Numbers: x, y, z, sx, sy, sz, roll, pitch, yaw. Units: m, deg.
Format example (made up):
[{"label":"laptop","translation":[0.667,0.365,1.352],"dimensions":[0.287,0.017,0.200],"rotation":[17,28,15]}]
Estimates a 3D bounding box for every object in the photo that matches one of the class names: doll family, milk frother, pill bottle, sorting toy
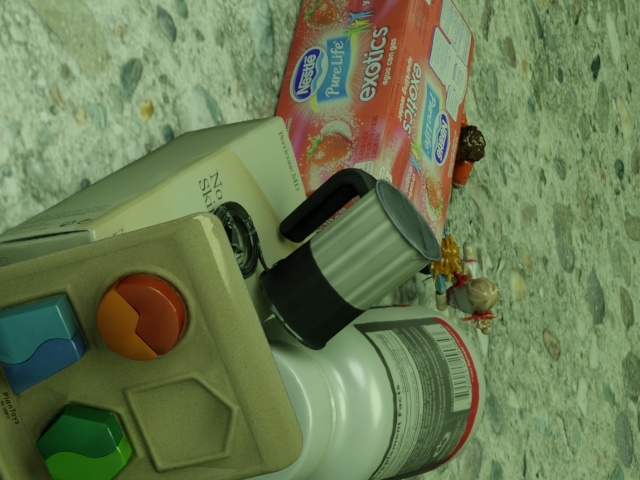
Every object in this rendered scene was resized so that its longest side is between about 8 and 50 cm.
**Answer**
[{"label":"doll family","translation":[0.127,-0.019,1.715],"dimensions":[0.163,0.118,0.263],"rotation":[-160,-117,-80]},{"label":"milk frother","translation":[0.000,0.000,1.269],"dimensions":[0.129,0.134,0.143],"rotation":[59,19,22]},{"label":"pill bottle","translation":[0.015,0.151,1.443],"dimensions":[0.318,0.176,0.176],"rotation":[0,83,-60]},{"label":"sorting toy","translation":[-0.135,0.146,1.144],"dimensions":[0.041,0.229,0.307],"rotation":[-81,153,-68]}]

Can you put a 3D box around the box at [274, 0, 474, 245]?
[{"label":"box","translation":[0.054,-0.134,1.613],"dimensions":[0.154,0.142,0.300],"rotation":[46,45,-45]}]

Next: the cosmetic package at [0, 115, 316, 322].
[{"label":"cosmetic package","translation":[-0.127,0.016,1.296],"dimensions":[0.309,0.113,0.160],"rotation":[-39,116,-55]}]
